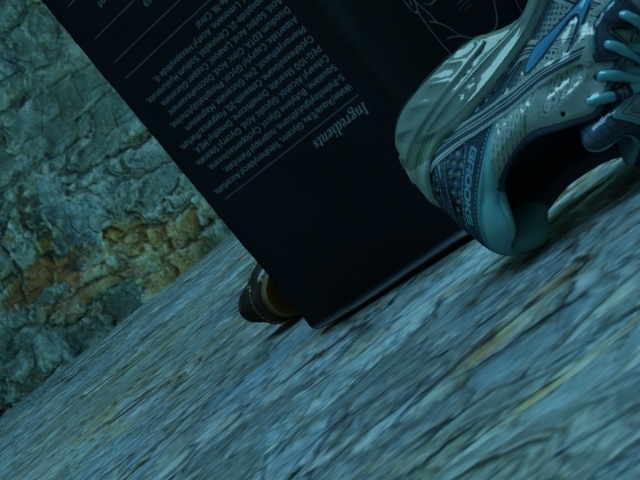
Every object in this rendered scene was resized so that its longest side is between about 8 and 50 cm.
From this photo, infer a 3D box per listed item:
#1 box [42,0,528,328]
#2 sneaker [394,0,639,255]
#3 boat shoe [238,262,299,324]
[{"bbox_3d":[0.004,-0.188,1.304,0.212,0.395,0.293,-36,5,42],"label":"box"},{"bbox_3d":[0.169,-0.107,0.941,0.283,0.110,0.122,-53,43,22],"label":"sneaker"},{"bbox_3d":[0.000,0.000,1.518,0.207,0.073,0.073,-42,7,-30],"label":"boat shoe"}]
